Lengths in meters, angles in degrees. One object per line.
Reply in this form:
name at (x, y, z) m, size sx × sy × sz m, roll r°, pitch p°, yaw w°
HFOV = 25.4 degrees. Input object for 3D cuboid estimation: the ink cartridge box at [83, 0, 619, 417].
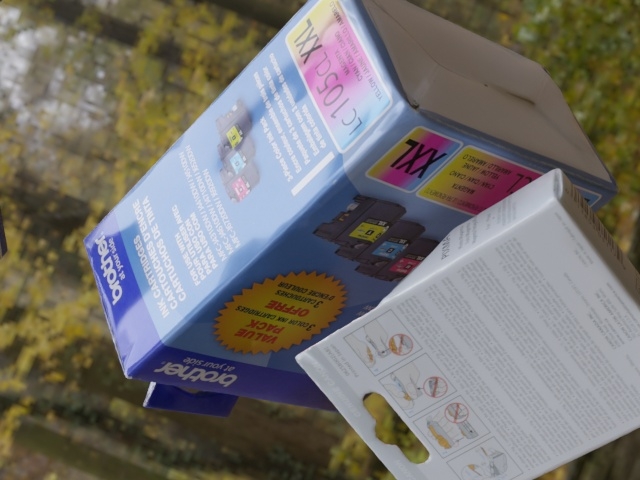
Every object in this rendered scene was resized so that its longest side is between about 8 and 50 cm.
ink cartridge box at (0.000, 0.000, 1.155) m, size 0.395 × 0.270 × 0.151 m, roll -41°, pitch 53°, yaw 29°

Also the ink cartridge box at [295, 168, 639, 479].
ink cartridge box at (0.130, 0.083, 1.037) m, size 0.232 × 0.189 × 0.066 m, roll -31°, pitch 18°, yaw 27°

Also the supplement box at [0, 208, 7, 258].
supplement box at (-0.302, 0.001, 1.142) m, size 0.083 × 0.056 × 0.083 m, roll 96°, pitch -160°, yaw -50°
